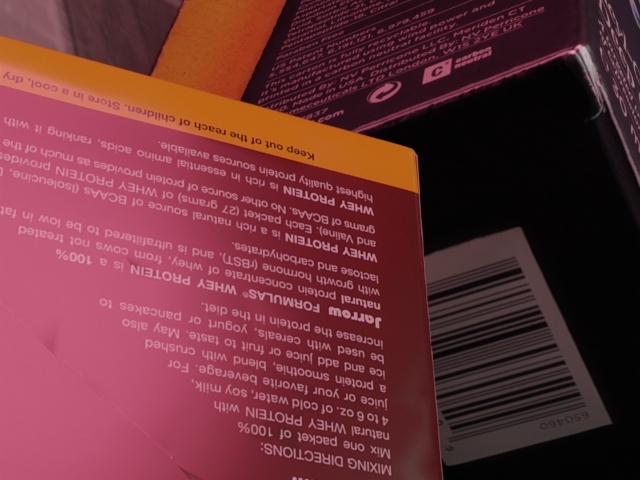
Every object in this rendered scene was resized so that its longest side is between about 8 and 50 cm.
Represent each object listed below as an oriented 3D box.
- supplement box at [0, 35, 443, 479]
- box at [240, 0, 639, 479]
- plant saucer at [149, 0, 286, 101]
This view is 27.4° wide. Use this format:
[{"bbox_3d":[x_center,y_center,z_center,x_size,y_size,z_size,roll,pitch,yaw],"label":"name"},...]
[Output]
[{"bbox_3d":[-0.077,0.061,0.396,0.191,0.129,0.194,13,52,-21],"label":"supplement box"},{"bbox_3d":[0.121,-0.047,0.838,0.293,0.212,0.395,60,23,-26],"label":"box"},{"bbox_3d":[0.000,0.000,0.905,0.332,0.081,0.332,60,23,-29],"label":"plant saucer"}]
